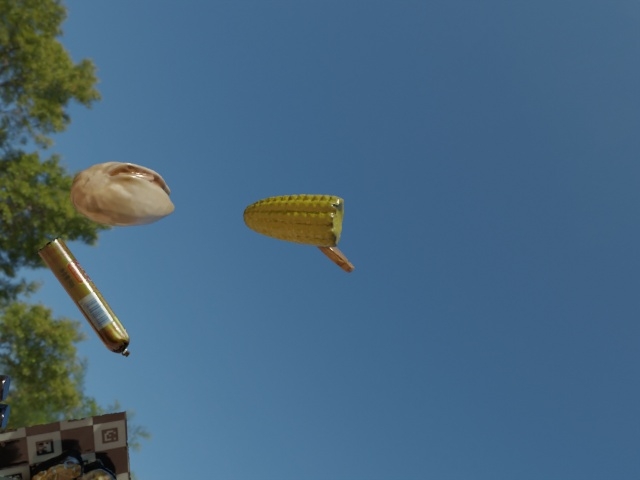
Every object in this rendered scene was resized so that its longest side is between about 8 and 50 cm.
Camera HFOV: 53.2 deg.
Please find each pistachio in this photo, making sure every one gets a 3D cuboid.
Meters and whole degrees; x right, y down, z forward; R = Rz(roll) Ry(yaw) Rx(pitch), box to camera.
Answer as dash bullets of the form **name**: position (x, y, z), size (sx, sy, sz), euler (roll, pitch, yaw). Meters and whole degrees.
- **pistachio**: position (-0.581, -0.128, 1.905), size (0.214, 0.318, 0.194), euler (-42, -124, 29)

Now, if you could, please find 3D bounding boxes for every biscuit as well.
- **biscuit**: position (-0.003, -0.005, 1.312), size (0.133, 0.027, 0.184), euler (40, 4, -41)

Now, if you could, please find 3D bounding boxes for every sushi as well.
- **sushi**: position (-0.550, 0.544, 1.278), size (0.064, 0.342, 0.360), euler (-149, -123, -64)

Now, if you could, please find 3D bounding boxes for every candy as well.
- **candy**: position (-0.054, -0.042, 1.220), size (0.198, 0.094, 0.106), euler (6, -35, 17)

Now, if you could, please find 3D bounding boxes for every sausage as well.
- **sausage**: position (-0.623, 0.159, 1.717), size (0.372, 0.082, 0.082), euler (54, -40, -1)

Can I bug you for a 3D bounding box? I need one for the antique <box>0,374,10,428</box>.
- **antique**: position (-0.967, 0.494, 1.658), size (0.185, 0.254, 0.323), euler (135, -38, -66)
